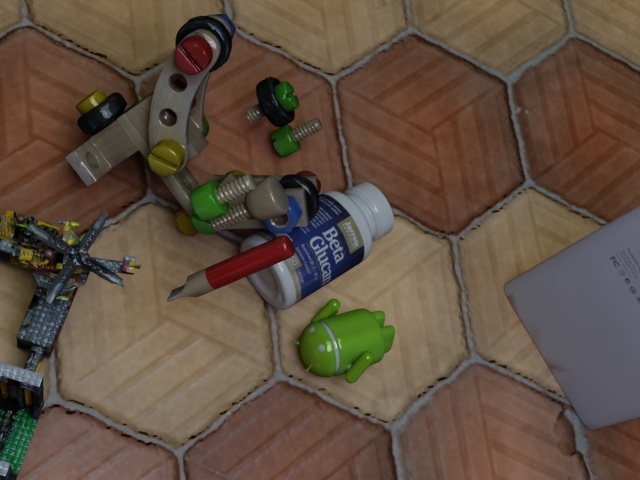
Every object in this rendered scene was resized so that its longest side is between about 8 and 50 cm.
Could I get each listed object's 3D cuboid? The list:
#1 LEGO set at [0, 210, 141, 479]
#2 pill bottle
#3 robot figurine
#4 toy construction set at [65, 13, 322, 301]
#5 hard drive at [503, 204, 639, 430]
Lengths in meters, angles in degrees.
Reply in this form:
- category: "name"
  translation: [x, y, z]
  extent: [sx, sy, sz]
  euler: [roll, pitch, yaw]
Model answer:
- category: "LEGO set"
  translation: [-0.350, 0.088, 1.021]
  extent: [0.255, 0.192, 0.331]
  euler: [27, 67, -4]
- category: "pill bottle"
  translation: [0.000, 0.000, 1.234]
  extent: [0.169, 0.094, 0.094]
  euler: [-32, 84, -25]
- category: "robot figurine"
  translation: [0.027, 0.117, 1.218]
  extent: [0.115, 0.067, 0.101]
  euler: [-14, 49, -22]
- category: "toy construction set"
  translation: [-0.148, -0.062, 1.144]
  extent: [0.257, 0.237, 0.309]
  euler: [50, 23, -40]
- category: "hard drive"
  translation: [0.343, 0.091, 1.195]
  extent: [0.040, 0.318, 0.210]
  euler: [-27, 82, -25]
